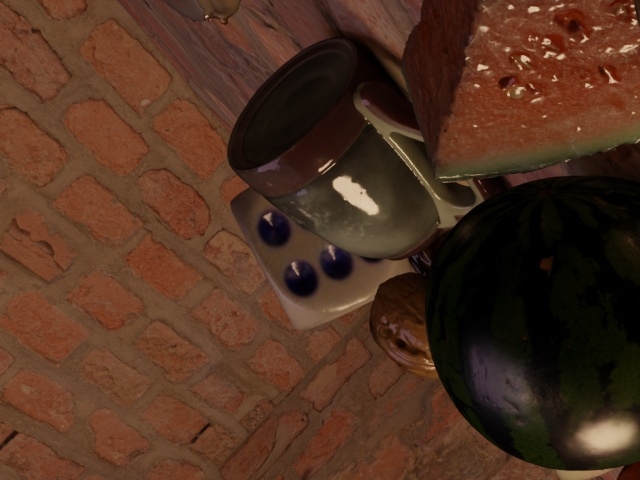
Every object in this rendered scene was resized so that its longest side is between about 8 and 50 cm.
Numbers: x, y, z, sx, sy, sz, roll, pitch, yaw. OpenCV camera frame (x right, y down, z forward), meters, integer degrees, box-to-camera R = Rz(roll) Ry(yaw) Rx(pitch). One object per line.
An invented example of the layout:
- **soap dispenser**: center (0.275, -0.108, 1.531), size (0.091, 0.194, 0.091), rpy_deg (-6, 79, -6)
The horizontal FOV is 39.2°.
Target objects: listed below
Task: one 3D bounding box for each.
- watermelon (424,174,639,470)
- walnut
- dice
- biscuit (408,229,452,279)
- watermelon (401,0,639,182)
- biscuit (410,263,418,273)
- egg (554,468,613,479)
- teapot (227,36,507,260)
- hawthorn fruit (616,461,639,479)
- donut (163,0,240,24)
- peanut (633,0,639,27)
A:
- **watermelon**: center (0.240, 0.072, 0.843), size (0.285, 0.285, 0.285), rpy_deg (44, 175, 5)
- **walnut**: center (0.166, 0.142, 1.467), size (0.184, 0.155, 0.155), rpy_deg (47, 177, 32)
- **dice**: center (0.000, 0.000, 1.834), size (0.304, 0.277, 0.304), rpy_deg (104, 140, -88)
- **biscuit**: center (0.262, 0.062, 1.490), size (0.268, 0.115, 0.366), rpy_deg (44, 174, 3)
- **watermelon**: center (0.149, -0.143, 0.613), size (0.257, 0.193, 0.140), rpy_deg (48, -154, -73)
- **biscuit**: center (0.232, 0.037, 1.838), size (0.108, 0.062, 0.239), rpy_deg (49, 173, -22)
- **egg**: center (0.432, 0.264, 1.430), size (0.271, 0.161, 0.206), rpy_deg (-53, -55, -69)
- **teapot**: center (0.084, -0.102, 1.227), size (0.315, 0.233, 0.312), rpy_deg (-8, 141, 48)
- **hawthorn fruit**: center (0.583, 0.422, 1.328), size (0.211, 0.211, 0.299), rpy_deg (48, 172, -33)
- **donut**: center (-0.213, -0.437, 1.087), size (0.382, 0.142, 0.382), rpy_deg (45, 174, 6)
- **peanut**: center (0.256, -0.067, 0.389), size (0.325, 0.140, 0.153), rpy_deg (44, 159, -13)
